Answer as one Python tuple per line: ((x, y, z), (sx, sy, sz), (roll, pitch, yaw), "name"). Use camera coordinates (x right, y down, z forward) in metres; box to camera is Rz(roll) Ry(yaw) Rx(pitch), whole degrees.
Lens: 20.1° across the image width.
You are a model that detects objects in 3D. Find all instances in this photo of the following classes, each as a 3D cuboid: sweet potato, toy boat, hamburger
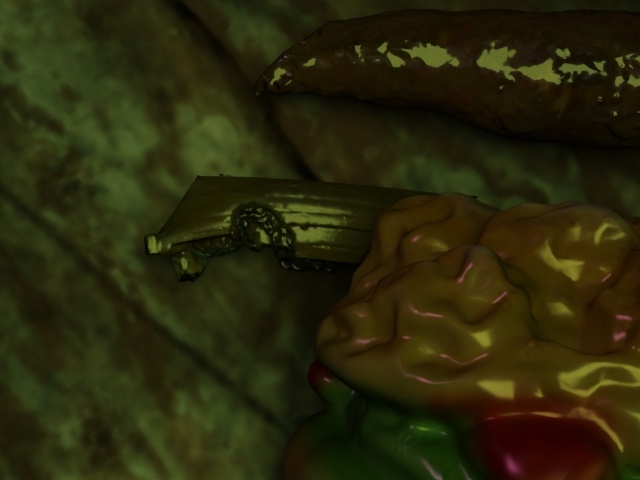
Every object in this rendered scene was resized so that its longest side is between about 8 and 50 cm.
((0.129, -0.069, 0.777), (0.314, 0.072, 0.066), (0, 98, -9), "sweet potato")
((0.000, 0.000, 0.763), (0.149, 0.047, 0.049), (4, 87, -11), "toy boat")
((0.100, 0.058, 0.670), (0.237, 0.237, 0.149), (7, 101, -6), "hamburger")
